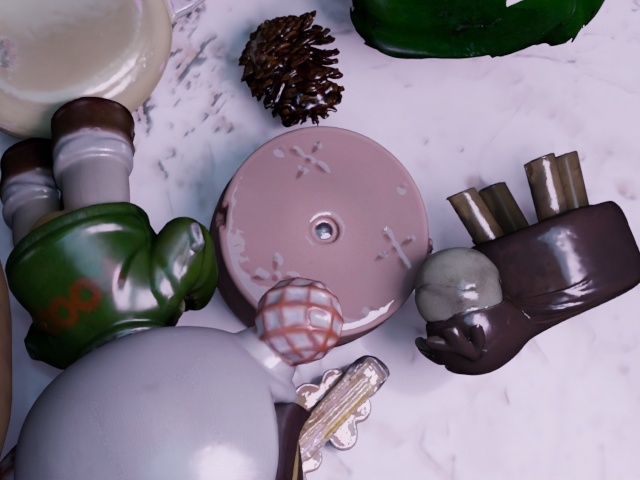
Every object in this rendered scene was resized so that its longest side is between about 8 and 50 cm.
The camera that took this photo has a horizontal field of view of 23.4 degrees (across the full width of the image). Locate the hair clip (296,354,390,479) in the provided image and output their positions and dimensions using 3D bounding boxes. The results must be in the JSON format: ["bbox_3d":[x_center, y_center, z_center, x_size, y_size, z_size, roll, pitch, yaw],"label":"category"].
[{"bbox_3d":[-0.033,0.162,1.074,0.062,0.056,0.214,49,68,-12],"label":"hair clip"}]

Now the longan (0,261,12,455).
[{"bbox_3d":[-0.336,0.054,0.892,0.361,0.361,0.361,2,80,-9],"label":"longan"}]

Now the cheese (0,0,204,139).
[{"bbox_3d":[-0.146,-0.160,1.105,0.227,0.064,0.137,-29,87,-14],"label":"cheese"}]

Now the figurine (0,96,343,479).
[{"bbox_3d":[-0.121,0.082,0.985,0.281,0.167,0.370,-32,60,23],"label":"figurine"}]

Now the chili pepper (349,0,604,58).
[{"bbox_3d":[0.075,-0.215,1.101,0.261,0.165,0.173,7,97,26],"label":"chili pepper"}]

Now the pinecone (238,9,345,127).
[{"bbox_3d":[-0.018,-0.123,1.115,0.077,0.077,0.083,-40,112,-13],"label":"pinecone"}]

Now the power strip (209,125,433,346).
[{"bbox_3d":[0.000,0.000,1.091,0.154,0.078,0.154,2,78,-11],"label":"power strip"}]

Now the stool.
[{"bbox_3d":[0.135,0.016,1.073,0.217,0.125,0.121,-21,87,-35],"label":"stool"}]
